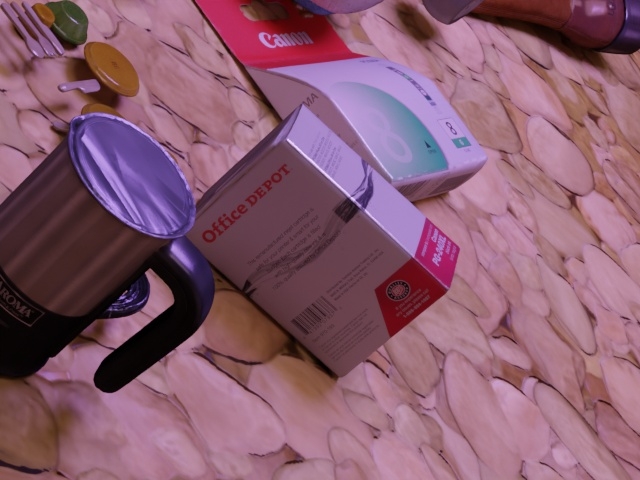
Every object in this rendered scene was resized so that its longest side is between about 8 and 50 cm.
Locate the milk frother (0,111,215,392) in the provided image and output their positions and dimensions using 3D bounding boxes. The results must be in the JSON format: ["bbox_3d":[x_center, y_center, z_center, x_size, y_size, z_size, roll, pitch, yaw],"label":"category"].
[{"bbox_3d":[-0.124,-0.003,1.012,0.129,0.134,0.143,36,31,-24],"label":"milk frother"}]

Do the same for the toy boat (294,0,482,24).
[{"bbox_3d":[0.041,-0.276,1.559,0.318,0.148,0.268,16,52,-29],"label":"toy boat"}]

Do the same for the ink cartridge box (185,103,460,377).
[{"bbox_3d":[0.000,0.000,1.203,0.150,0.109,0.063,43,30,-12],"label":"ink cartridge box"}]

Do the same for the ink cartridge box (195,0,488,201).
[{"bbox_3d":[0.019,-0.129,1.445,0.225,0.056,0.181,56,29,10],"label":"ink cartridge box"}]

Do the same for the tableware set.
[{"bbox_3d":[-0.150,-0.098,1.208,0.154,0.024,0.104,52,26,8],"label":"tableware set"}]

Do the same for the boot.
[{"bbox_3d":[0.194,-0.316,1.906,0.280,0.096,0.264,9,55,-40],"label":"boot"}]
